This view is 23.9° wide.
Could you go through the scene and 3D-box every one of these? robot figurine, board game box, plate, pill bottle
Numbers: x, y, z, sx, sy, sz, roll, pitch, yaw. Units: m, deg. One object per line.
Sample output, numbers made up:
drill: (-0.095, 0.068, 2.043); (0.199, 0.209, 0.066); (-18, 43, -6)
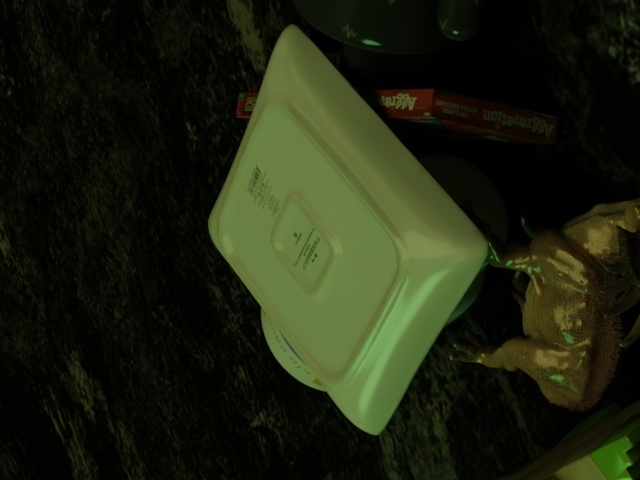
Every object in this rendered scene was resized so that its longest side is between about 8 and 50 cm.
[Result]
robot figurine: (0.062, -0.264, 1.236); (0.209, 0.173, 0.278); (21, 130, 13)
board game box: (0.062, -0.110, 1.352); (0.281, 0.145, 0.027); (6, 90, 54)
plate: (0.000, 0.000, 1.313); (0.278, 0.045, 0.277); (51, 141, 24)
pill bottle: (0.061, 0.030, 1.419); (0.152, 0.152, 0.272); (61, 146, 11)

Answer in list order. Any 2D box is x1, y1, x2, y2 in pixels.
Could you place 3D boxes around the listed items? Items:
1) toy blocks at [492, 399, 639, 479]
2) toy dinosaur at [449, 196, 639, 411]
toy blocks: (0.255, 0.306, 1.303); (0.261, 0.191, 0.381); (53, 144, 4)
toy dinosaur: (0.219, 0.063, 1.250); (0.200, 0.127, 0.295); (31, 137, 34)
